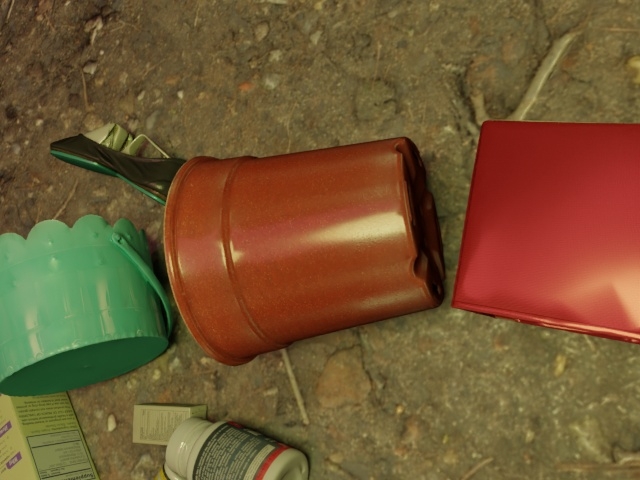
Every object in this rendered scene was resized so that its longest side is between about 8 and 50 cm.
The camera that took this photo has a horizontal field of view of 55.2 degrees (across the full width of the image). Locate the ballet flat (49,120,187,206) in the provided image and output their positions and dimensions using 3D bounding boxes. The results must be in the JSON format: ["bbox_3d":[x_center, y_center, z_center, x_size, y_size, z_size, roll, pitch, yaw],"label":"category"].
[{"bbox_3d":[-0.334,-0.141,1.045,0.281,0.095,0.096,23,83,20],"label":"ballet flat"}]

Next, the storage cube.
[{"bbox_3d":[0.265,-0.002,0.628,0.215,0.184,0.193,7,84,30],"label":"storage cube"}]

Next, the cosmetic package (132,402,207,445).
[{"bbox_3d":[-0.231,0.281,0.937,0.115,0.041,0.060,-4,80,29],"label":"cosmetic package"}]

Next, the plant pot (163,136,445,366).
[{"bbox_3d":[0.000,0.000,0.744,0.265,0.272,0.272,-11,76,19],"label":"plant pot"}]

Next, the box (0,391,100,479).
[{"bbox_3d":[-0.521,0.368,1.040,0.213,0.117,0.243,-41,64,17],"label":"box"}]

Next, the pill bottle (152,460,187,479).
[{"bbox_3d":[-0.227,0.380,0.904,0.065,0.065,0.116,39,100,28],"label":"pill bottle"}]

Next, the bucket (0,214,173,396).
[{"bbox_3d":[-0.366,0.105,0.917,0.281,0.281,0.183,-28,71,22],"label":"bucket"}]

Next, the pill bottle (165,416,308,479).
[{"bbox_3d":[-0.117,0.307,0.831,0.180,0.108,0.107,13,88,30],"label":"pill bottle"}]
